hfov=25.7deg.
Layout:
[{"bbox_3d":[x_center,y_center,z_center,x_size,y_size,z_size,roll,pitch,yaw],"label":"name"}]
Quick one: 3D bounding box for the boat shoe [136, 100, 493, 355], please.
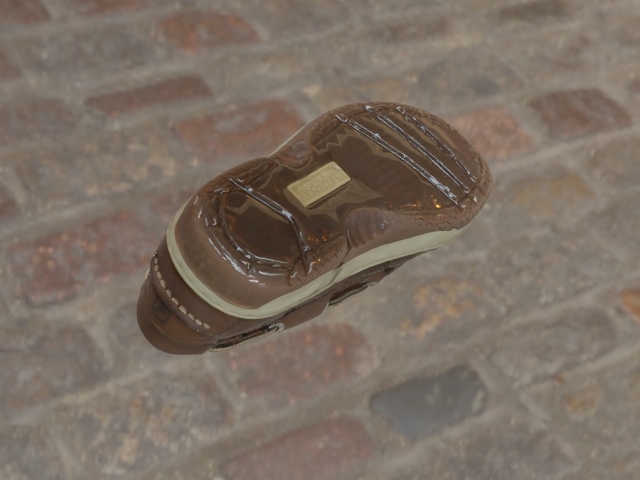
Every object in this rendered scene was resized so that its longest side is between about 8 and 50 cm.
[{"bbox_3d":[-0.005,-0.006,0.747,0.095,0.095,0.257,51,36,15],"label":"boat shoe"}]
